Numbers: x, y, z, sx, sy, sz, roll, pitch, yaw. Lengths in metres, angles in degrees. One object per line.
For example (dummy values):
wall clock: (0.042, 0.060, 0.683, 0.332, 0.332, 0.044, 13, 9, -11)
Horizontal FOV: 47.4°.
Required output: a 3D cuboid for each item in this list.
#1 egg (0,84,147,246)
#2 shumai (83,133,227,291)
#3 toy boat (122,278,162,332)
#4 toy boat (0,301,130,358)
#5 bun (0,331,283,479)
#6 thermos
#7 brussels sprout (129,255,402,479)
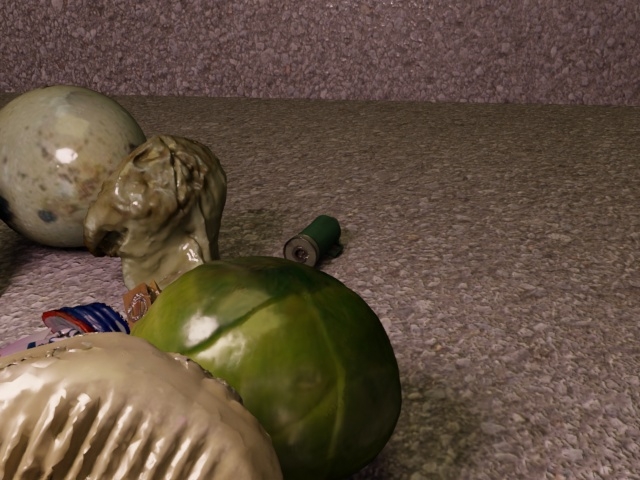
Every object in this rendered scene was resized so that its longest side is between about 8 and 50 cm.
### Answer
egg: (-0.527, -0.154, 1.536, 0.345, 0.345, 0.428, -17, 18, -35)
shumai: (-0.248, -0.016, 1.357, 0.288, 0.292, 0.330, 36, 41, 5)
toy boat: (-0.265, 0.133, 1.148, 0.057, 0.077, 0.200, -34, 45, 2)
toy boat: (-0.449, 0.181, 1.131, 0.318, 0.072, 0.219, -17, 28, -13)
bun: (-0.210, 0.255, 0.644, 0.362, 0.326, 0.234, -8, -19, -7)
thermos: (-0.003, -0.004, 1.521, 0.083, 0.073, 0.187, 6, 23, 21)
brussels sprout: (-0.086, 0.155, 0.882, 0.289, 0.281, 0.354, -19, 18, -40)
